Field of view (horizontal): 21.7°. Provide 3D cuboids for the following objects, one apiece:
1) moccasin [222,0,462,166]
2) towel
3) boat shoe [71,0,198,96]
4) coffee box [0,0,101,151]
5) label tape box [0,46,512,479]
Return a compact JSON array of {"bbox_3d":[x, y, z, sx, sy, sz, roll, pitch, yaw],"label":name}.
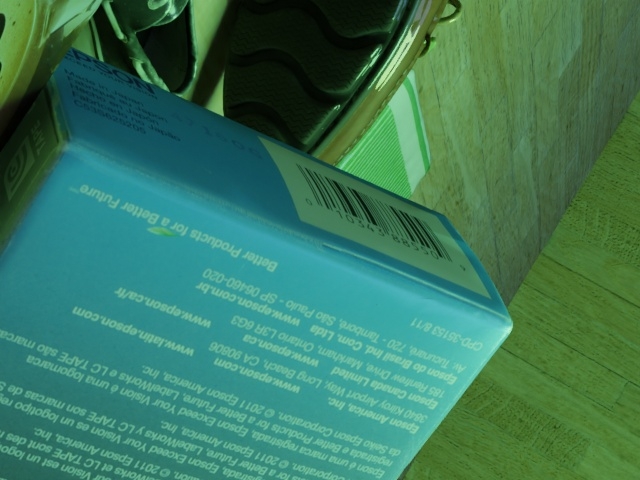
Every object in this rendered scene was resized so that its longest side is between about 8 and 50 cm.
[{"bbox_3d":[0.050,-0.216,1.165,0.147,0.139,0.380,25,86,-67],"label":"moccasin"},{"bbox_3d":[0.000,0.000,1.585,0.324,0.038,0.248,-55,163,-11],"label":"towel"},{"bbox_3d":[-0.098,-0.151,0.889,0.077,0.070,0.219,-55,165,-20],"label":"boat shoe"},{"bbox_3d":[-0.222,-0.029,0.612,0.297,0.119,0.168,-58,167,-10],"label":"coffee box"},{"bbox_3d":[-0.110,0.104,0.821,0.347,0.249,0.115,-54,-147,21],"label":"label tape box"}]
